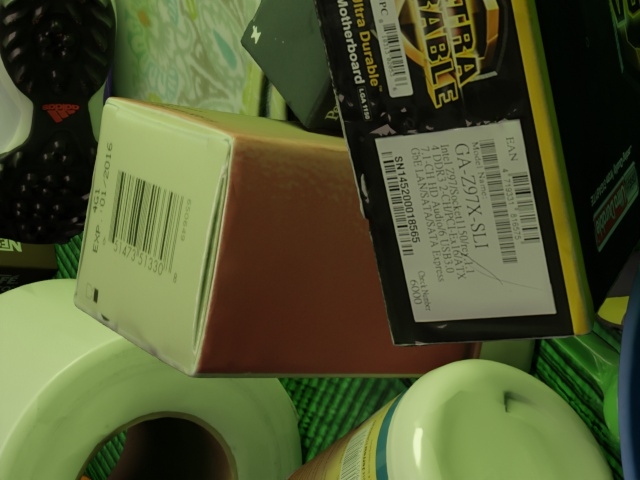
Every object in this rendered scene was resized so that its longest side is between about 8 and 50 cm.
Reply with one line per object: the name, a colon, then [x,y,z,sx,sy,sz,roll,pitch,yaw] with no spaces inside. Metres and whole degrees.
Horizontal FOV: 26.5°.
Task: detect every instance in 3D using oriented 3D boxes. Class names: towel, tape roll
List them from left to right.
tape roll: [-0.157,0.161,0.970,0.169,0.246,0.246,18,102,54]
towel: [-0.086,-0.192,0.968,0.374,0.090,0.320,43,139,43]

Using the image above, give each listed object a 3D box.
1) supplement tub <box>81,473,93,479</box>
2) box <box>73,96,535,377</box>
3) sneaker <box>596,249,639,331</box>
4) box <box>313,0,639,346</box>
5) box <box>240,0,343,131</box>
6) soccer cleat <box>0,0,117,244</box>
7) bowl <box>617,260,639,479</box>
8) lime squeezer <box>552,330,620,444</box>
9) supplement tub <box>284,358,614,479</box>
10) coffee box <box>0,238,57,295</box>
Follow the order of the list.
supplement tub: [-0.217,0.267,1.160,0.198,0.106,0.106,46,123,45]
box: [0.000,0.000,0.775,0.149,0.232,0.126,21,104,53]
sneaker: [0.241,-0.024,0.575,0.300,0.111,0.121,-25,57,44]
box: [0.086,-0.136,0.544,0.079,0.322,0.257,-8,104,26]
box: [0.065,-0.142,0.763,0.093,0.158,0.156,56,130,40]
soccer cleat: [-0.210,-0.120,1.049,0.318,0.109,0.116,107,159,-50]
bowl: [0.283,0.080,0.415,0.391,0.077,0.391,18,118,38]
lime squeezer: [0.148,0.112,0.641,0.059,0.110,0.310,70,180,-61]
supplement tub: [0.053,0.169,0.763,0.200,0.144,0.144,-43,54,43]
coffee box: [-0.387,0.044,1.382,0.246,0.141,0.098,-44,53,44]
